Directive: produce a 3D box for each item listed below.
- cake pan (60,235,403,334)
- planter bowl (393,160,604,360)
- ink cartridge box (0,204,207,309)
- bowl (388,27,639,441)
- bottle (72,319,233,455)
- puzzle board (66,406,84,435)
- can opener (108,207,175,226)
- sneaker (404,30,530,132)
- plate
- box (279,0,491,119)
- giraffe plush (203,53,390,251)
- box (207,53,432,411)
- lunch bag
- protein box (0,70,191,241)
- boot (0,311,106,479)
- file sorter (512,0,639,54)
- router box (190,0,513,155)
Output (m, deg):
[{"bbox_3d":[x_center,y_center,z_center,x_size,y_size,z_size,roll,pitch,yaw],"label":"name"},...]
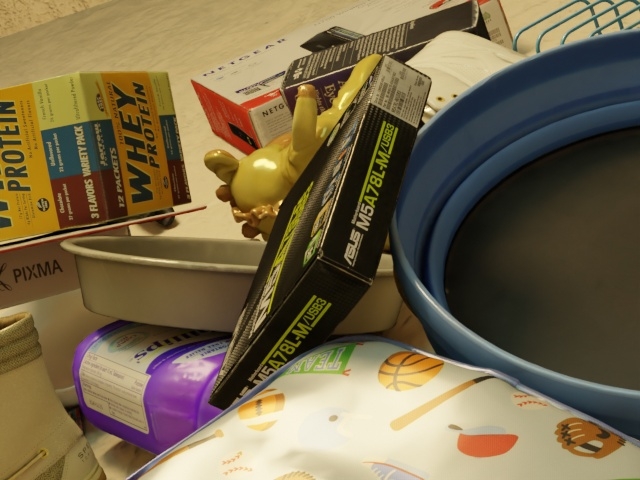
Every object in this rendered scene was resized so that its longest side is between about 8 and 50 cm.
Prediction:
[{"bbox_3d":[-0.063,0.034,1.295,0.293,0.054,0.293,4,3,0],"label":"cake pan"},{"bbox_3d":[0.163,0.042,1.109,0.217,0.090,0.217,-7,37,5],"label":"planter bowl"},{"bbox_3d":[-0.270,0.029,1.440,0.239,0.060,0.275,-7,5,42],"label":"ink cartridge box"},{"bbox_3d":[0.239,-0.007,1.017,0.391,0.077,0.391,-6,37,5],"label":"bowl"},{"bbox_3d":[-0.084,0.118,1.202,0.118,0.092,0.283,-17,14,-29],"label":"bottle"},{"bbox_3d":[-0.243,0.180,1.341,0.096,0.011,0.128,-24,19,-5],"label":"puzzle board"},{"bbox_3d":[-0.212,-0.045,1.876,0.059,0.073,0.186,13,4,-31],"label":"can opener"},{"bbox_3d":[0.175,-0.093,1.400,0.292,0.108,0.169,17,36,32],"label":"sneaker"},{"bbox_3d":[-0.223,0.088,1.511,0.277,0.045,0.278,-8,22,41],"label":"plate"},{"bbox_3d":[0.084,-0.131,1.609,0.207,0.153,0.108,-18,19,13],"label":"box"},{"bbox_3d":[-0.005,-0.058,1.509,0.170,0.181,0.210,-21,-2,42],"label":"giraffe plush"},{"bbox_3d":[0.000,0.000,1.055,0.184,0.045,0.191,-50,16,47],"label":"box"},{"bbox_3d":[0.030,0.172,0.858,0.303,0.115,0.243,15,41,44],"label":"lunch bag"},{"bbox_3d":[-0.259,-0.077,1.516,0.199,0.136,0.201,-10,3,18],"label":"protein box"},{"bbox_3d":[-0.289,0.157,1.214,0.213,0.165,0.077,-22,18,-5],"label":"boot"},{"bbox_3d":[0.288,-0.176,1.584,0.118,0.104,0.170,-31,21,-22],"label":"file sorter"},{"bbox_3d":[0.031,-0.215,2.005,0.335,0.082,0.301,-26,19,-11],"label":"router box"}]
